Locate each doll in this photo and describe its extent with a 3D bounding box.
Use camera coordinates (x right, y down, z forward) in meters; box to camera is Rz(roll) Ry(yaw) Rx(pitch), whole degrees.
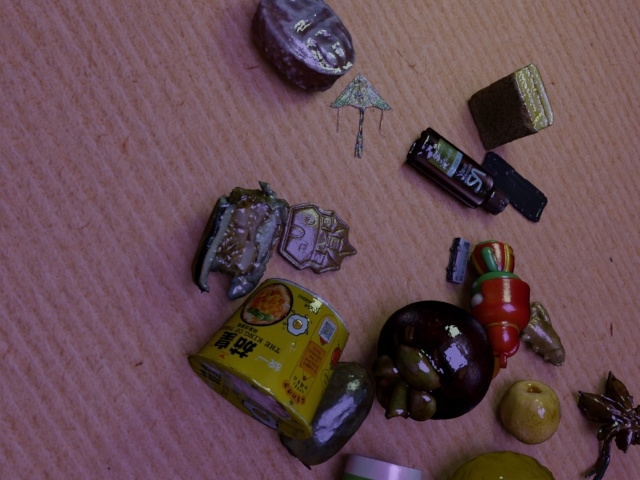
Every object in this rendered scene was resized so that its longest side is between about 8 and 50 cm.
[{"bbox_3d":[0.491,0.173,1.640,0.160,0.183,0.363,-3,59,19],"label":"doll"}]

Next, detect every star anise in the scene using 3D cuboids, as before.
[{"bbox_3d":[0.872,0.567,1.810,0.237,0.148,0.347,17,80,3],"label":"star anise"}]

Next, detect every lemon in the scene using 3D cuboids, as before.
[{"bbox_3d":[0.474,0.689,1.563,0.315,0.285,0.286,-10,88,7],"label":"lemon"}]

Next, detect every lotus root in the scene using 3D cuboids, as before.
[{"bbox_3d":[0.022,0.419,1.475,0.160,0.152,0.275,44,70,-8],"label":"lotus root"}]

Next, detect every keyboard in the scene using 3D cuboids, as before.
[{"bbox_3d":[0.591,-0.164,1.837,0.262,0.016,0.106,36,73,-15],"label":"keyboard"}]

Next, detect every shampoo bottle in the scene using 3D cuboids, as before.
[{"bbox_3d":[0.403,-0.186,1.729,0.323,0.084,0.129,34,76,-16],"label":"shampoo bottle"}]

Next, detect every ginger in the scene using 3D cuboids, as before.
[{"bbox_3d":[0.659,0.289,1.782,0.115,0.081,0.206,-16,81,-54],"label":"ginger"}]

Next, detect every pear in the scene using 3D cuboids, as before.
[{"bbox_3d":[0.593,0.487,1.694,0.177,0.178,0.178,2,83,-21],"label":"pear"}]

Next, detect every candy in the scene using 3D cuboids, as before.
[{"bbox_3d":[-0.045,-0.521,1.548,0.289,0.157,0.214,47,56,-4],"label":"candy"}]

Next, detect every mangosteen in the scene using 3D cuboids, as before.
[{"bbox_3d":[0.264,0.313,1.493,0.346,0.306,0.307,-28,95,-39],"label":"mangosteen"}]

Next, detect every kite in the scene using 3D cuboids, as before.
[{"bbox_3d":[0.117,-0.350,1.673,0.197,0.006,0.245,2,83,-22],"label":"kite"}]

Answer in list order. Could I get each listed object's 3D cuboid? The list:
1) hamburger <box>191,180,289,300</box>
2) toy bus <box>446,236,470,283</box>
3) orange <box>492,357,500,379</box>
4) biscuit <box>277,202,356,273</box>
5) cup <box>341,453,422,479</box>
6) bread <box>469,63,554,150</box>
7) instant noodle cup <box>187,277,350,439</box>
[{"bbox_3d":[-0.190,-0.013,1.429,0.167,0.192,0.288,22,102,-13],"label":"hamburger"},{"bbox_3d":[0.397,0.059,1.725,0.052,0.037,0.131,18,79,-21],"label":"toy bus"},{"bbox_3d":[0.432,0.331,1.664,0.135,0.118,0.136,14,39,-11],"label":"orange"},{"bbox_3d":[0.001,0.000,1.574,0.215,0.034,0.182,17,79,-19],"label":"biscuit"},{"bbox_3d":[0.130,0.672,1.454,0.253,0.253,0.274,18,71,-19],"label":"cup"},{"bbox_3d":[0.548,-0.379,1.726,0.110,0.234,0.184,-23,93,-20],"label":"bread"},{"bbox_3d":[-0.099,0.259,1.374,0.325,0.325,0.254,42,62,-13],"label":"instant noodle cup"}]
